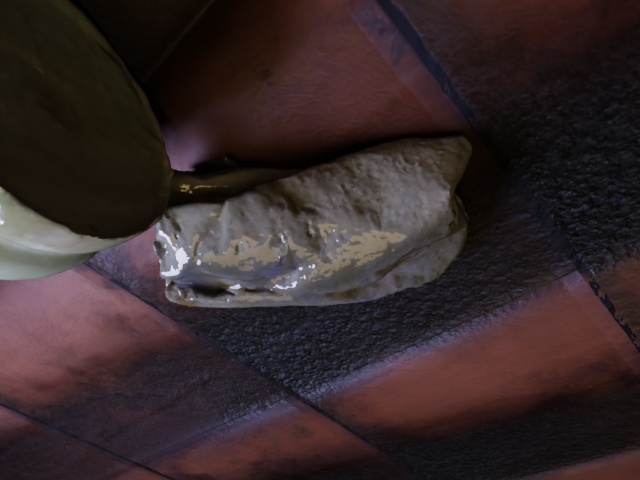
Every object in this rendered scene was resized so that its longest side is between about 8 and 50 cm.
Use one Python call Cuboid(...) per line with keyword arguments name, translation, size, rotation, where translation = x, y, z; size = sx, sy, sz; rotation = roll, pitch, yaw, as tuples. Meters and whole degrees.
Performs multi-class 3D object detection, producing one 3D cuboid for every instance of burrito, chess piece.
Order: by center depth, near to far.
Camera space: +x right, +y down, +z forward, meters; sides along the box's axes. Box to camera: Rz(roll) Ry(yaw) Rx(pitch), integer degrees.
Cuboid(name="chess piece", translation=(-0.375, -0.023, 0.413), size=(0.442, 0.234, 0.234), rotation=(-24, 125, 16))
Cuboid(name="burrito", translation=(0.000, -0.002, 0.496), size=(0.332, 0.135, 0.190), rotation=(-5, 124, 5))
